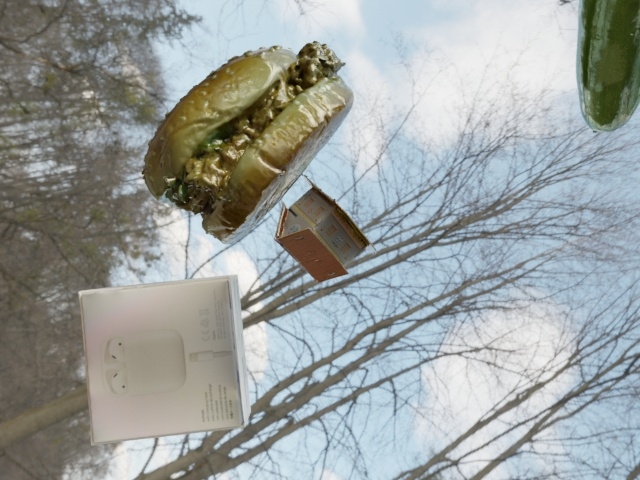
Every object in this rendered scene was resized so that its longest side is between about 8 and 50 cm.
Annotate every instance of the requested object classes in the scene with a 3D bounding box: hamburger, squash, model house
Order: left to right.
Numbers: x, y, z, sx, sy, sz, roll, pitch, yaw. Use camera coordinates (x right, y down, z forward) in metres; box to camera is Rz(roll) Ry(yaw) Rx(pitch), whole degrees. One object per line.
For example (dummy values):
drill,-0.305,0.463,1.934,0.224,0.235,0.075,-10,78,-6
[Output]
hamburger,-0.065,-0.102,0.488,0.122,0.215,0.189,42,-6,-1
model house,0.000,0.000,1.007,0.219,0.136,0.207,51,-4,-40
squash,0.309,-0.228,0.512,0.082,0.082,0.292,35,-12,35

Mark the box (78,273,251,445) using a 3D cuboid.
box,-0.134,0.101,0.439,0.051,0.129,0.130,113,-29,-86
